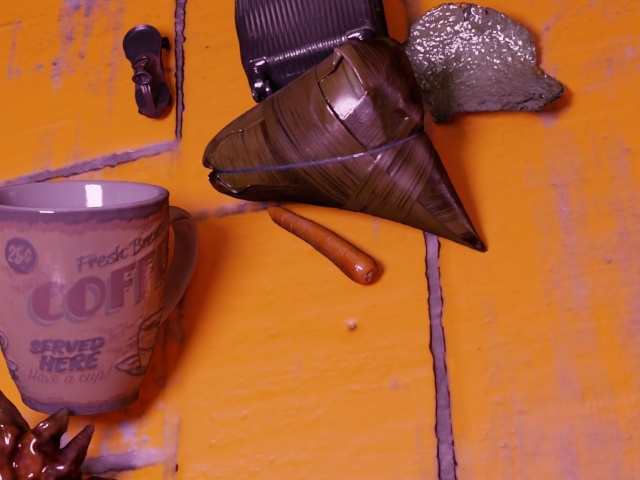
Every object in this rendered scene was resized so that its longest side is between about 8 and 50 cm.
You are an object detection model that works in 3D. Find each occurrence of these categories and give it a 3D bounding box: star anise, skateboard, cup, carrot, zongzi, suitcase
[{"bbox_3d":[-0.324,0.311,1.581,0.292,0.109,0.350,-31,80,15],"label":"star anise"},{"bbox_3d":[-0.240,-0.239,1.969,0.067,0.080,0.151,-15,56,2],"label":"skateboard"},{"bbox_3d":[-0.263,0.059,1.701,0.227,0.301,0.257,11,106,38],"label":"cup"},{"bbox_3d":[0.000,0.000,1.756,0.037,0.037,0.190,-46,51,-13],"label":"carrot"},{"bbox_3d":[0.032,-0.061,1.744,0.286,0.138,0.300,-32,91,28],"label":"zongzi"},{"bbox_3d":[-0.013,-0.301,1.898,0.202,0.128,0.312,-15,54,10],"label":"suitcase"}]

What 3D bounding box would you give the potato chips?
[{"bbox_3d":[0.203,-0.214,1.811,0.167,0.059,0.228,-36,58,2],"label":"potato chips"}]
